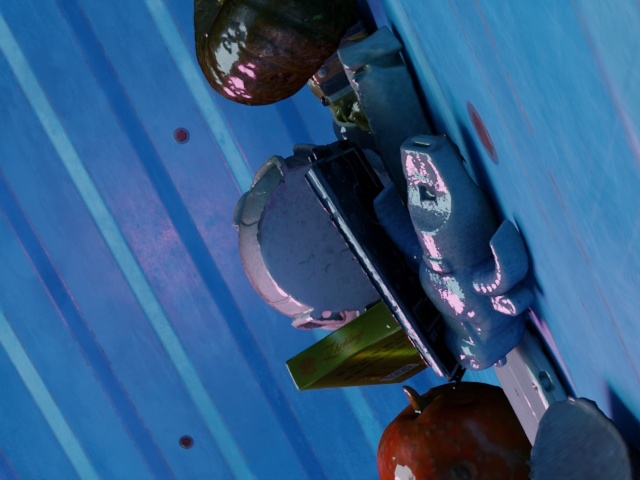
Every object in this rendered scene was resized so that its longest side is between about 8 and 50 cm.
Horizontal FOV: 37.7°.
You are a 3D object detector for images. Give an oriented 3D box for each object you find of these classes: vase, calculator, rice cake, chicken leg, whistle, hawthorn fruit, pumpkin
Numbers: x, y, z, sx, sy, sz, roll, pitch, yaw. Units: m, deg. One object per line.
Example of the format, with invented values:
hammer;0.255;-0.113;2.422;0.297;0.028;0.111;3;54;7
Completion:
vase;0.000;0.000;1.312;0.250;0.250;0.445;64;175;-1
calculator;0.245;0.180;1.069;0.295;0.042;0.184;62;-177;-71
rice cake;0.103;-0.083;1.029;0.336;0.066;0.063;64;180;-40
chicken leg;0.053;-0.185;1.267;0.228;0.088;0.103;55;162;29
calculator;0.078;0.016;0.977;0.274;0.028;0.166;57;-160;-1
whistle;0.134;0.019;0.881;0.180;0.093;0.269;23;146;54
hawthorn fruit;0.206;0.326;1.339;0.300;0.275;0.275;56;-178;-3
pumpkin;-0.062;-0.263;0.994;0.162;0.219;0.219;16;-150;-28

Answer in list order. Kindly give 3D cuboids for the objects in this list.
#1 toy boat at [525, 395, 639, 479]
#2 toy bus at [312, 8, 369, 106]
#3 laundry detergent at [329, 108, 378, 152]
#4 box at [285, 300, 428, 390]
toy boat;0.265;0.261;0.742;0.282;0.096;0.206;50;-167;-21
toy bus;0.014;-0.241;1.142;0.103;0.091;0.182;55;-172;-33
laundry detergent;0.081;-0.124;1.450;0.290;0.094;0.143;62;-177;-41
box;0.101;0.126;1.166;0.311;0.173;0.043;13;-134;-62
